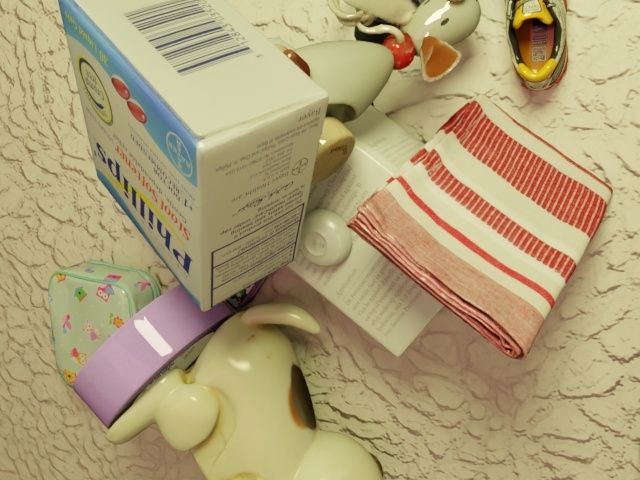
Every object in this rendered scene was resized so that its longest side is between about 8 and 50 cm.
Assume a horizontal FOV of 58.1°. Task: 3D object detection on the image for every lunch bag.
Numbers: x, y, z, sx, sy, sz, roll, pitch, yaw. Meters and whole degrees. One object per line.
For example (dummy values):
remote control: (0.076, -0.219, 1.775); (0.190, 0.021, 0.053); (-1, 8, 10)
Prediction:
lunch bag: (-0.426, 0.188, 1.169); (0.224, 0.108, 0.279); (7, 108, 18)

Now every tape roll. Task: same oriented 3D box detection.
tape roll: (-0.275, 0.190, 0.982); (0.090, 0.275, 0.275); (46, 117, 6)

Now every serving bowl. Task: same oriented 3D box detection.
serving bowl: (0.000, 0.000, 0.778); (0.083, 0.027, 0.083); (11, 115, 25)

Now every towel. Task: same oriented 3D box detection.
towel: (0.215, -0.043, 0.703); (0.237, 0.329, 0.037); (39, 144, 9)

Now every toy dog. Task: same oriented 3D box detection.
toy dog: (0.048, -0.228, 0.673); (0.220, 0.161, 0.334); (31, 75, 8)
toy dog: (-0.071, 0.342, 0.988); (0.395, 0.284, 0.408); (-44, 84, 3)

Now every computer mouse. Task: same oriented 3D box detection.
computer mouse: (0.079, -0.274, 0.858); (0.071, 0.041, 0.242); (20, 118, 20)

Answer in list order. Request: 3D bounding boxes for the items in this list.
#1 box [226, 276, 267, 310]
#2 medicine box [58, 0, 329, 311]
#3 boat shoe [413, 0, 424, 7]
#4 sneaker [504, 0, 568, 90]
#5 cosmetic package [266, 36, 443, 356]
box: (-0.195, -0.044, 1.028); (0.293, 0.057, 0.201); (41, 118, 10)
medicine box: (-0.147, -0.111, 0.661); (0.263, 0.149, 0.289); (47, 148, 22)
boat shoe: (0.134, -0.423, 0.752); (0.095, 0.079, 0.254); (-4, 112, 17)
sneaker: (0.274, -0.304, 0.723); (0.088, 0.093, 0.225); (-7, 100, 26)
cosmetic package: (0.021, -0.075, 0.851); (0.453, 0.161, 0.230); (39, 124, 10)
